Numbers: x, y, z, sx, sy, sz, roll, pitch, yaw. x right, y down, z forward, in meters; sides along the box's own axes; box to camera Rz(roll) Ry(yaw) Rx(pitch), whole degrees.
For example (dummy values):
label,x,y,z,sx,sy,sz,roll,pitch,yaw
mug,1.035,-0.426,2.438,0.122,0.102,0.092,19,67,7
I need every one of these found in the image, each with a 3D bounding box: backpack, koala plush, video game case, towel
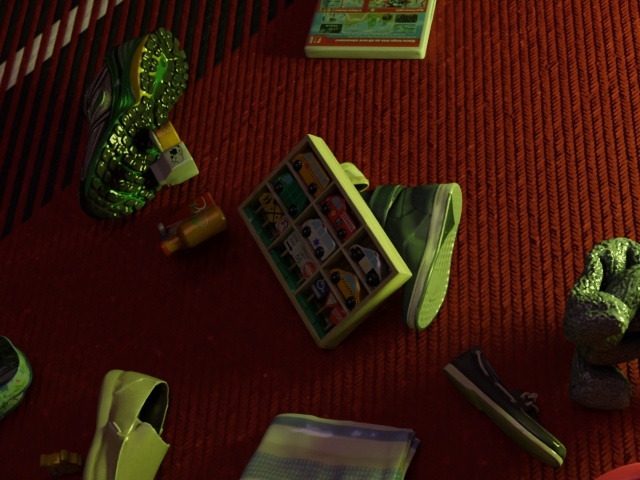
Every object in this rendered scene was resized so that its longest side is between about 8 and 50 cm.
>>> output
label,x,y,z,sx,sy,sz,roll,pitch,yaw
backpack,-0.475,0.200,1.726,0.114,0.084,0.105,-38,56,-5
koala plush,0.437,0.101,1.495,0.221,0.196,0.203,9,49,25
video game case,0.099,-0.424,2.034,0.204,0.025,0.285,3,57,17
towel,-0.010,0.316,1.485,0.209,0.034,0.285,5,31,19

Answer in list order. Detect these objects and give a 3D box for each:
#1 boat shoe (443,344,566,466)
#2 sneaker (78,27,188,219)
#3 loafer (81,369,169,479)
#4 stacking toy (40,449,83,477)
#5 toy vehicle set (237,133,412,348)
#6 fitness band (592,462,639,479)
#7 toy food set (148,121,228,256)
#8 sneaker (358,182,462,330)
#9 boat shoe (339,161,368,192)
label,x,y,z,sx,sy,sz,roll,pitch,yaw
boat shoe,0.247,0.208,1.538,0.065,0.075,0.206,-42,52,-11
sneaker,-0.322,-0.180,1.936,0.146,0.134,0.344,-9,53,33
loafer,-0.254,0.286,1.599,0.092,0.102,0.269,-13,54,13
stacking toy,-0.428,0.385,1.614,0.221,0.052,0.167,-13,53,8
toy vehicle set,0.000,0.000,1.697,0.166,0.035,0.267,-46,59,23
fitness band,0.349,0.383,1.376,0.291,0.054,0.209,-40,42,-13
toy food set,-0.225,-0.066,1.822,0.104,0.111,0.232,-29,59,-5
sneaker,0.101,0.020,1.698,0.163,0.086,0.226,4,62,22
boat shoe,-0.001,-0.062,1.798,0.153,0.056,0.048,-29,49,-15
